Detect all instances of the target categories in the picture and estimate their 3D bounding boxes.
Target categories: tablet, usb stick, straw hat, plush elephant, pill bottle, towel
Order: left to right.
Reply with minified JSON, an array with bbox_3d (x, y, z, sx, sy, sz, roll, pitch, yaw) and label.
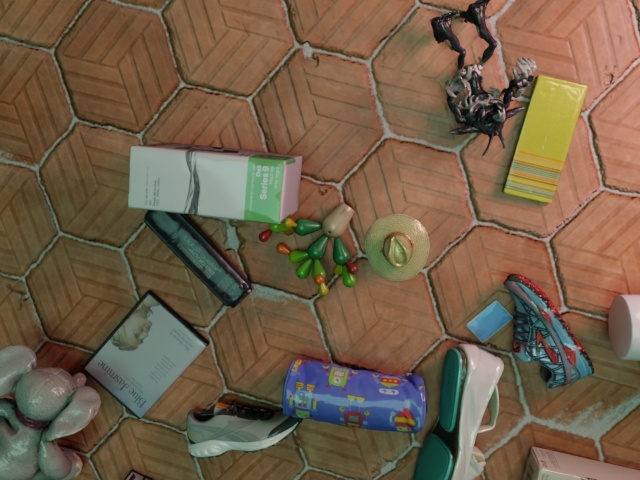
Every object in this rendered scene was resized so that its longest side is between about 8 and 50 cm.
[{"bbox_3d":[-0.605,0.367,1.291,0.272,0.330,0.255,40,84,6],"label":"plush elephant"},{"bbox_3d":[-0.262,0.026,1.288,0.077,0.045,0.278,-43,93,5],"label":"usb stick"},{"bbox_3d":[0.158,0.020,1.229,0.145,0.061,0.144,1,100,7],"label":"straw hat"},{"bbox_3d":[0.353,0.169,1.261,0.083,0.006,0.054,-43,93,12],"label":"tablet"},{"bbox_3d":[0.438,-0.196,1.182,0.102,0.021,0.237,14,100,-2],"label":"towel"},{"bbox_3d":[0.720,0.166,1.135,0.302,0.169,0.169,1,100,6],"label":"pill bottle"}]

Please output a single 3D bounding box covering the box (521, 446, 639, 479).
[{"bbox_3d":[0.570,0.527,1.254,0.276,0.094,0.113,10,101,5],"label":"box"}]

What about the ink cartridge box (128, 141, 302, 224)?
[{"bbox_3d":[-0.195,-0.116,1.169,0.290,0.211,0.121,7,101,5],"label":"ink cartridge box"}]

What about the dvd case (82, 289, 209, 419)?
[{"bbox_3d":[-0.396,0.259,1.356,0.180,0.022,0.253,42,102,-2],"label":"dvd case"}]

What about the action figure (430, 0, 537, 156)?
[{"bbox_3d":[0.298,-0.297,1.119,0.164,0.141,0.275,-20,96,-2],"label":"action figure"}]

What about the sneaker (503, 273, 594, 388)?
[{"bbox_3d":[0.431,0.190,1.207,0.125,0.104,0.261,-35,94,13],"label":"sneaker"}]

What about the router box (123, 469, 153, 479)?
[{"bbox_3d":[-0.402,0.729,1.410,0.243,0.081,0.308,24,102,2],"label":"router box"}]

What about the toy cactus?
[{"bbox_3d":[0.000,0.000,1.233,0.219,0.112,0.180,36,92,8],"label":"toy cactus"}]

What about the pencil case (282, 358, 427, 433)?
[{"bbox_3d":[0.075,0.321,1.263,0.307,0.133,0.119,6,133,7],"label":"pencil case"}]

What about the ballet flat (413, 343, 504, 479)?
[{"bbox_3d":[0.297,0.411,1.259,0.139,0.139,0.399,12,100,4],"label":"ballet flat"}]

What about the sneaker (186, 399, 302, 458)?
[{"bbox_3d":[-0.171,0.400,1.318,0.272,0.100,0.107,-12,93,9],"label":"sneaker"}]
